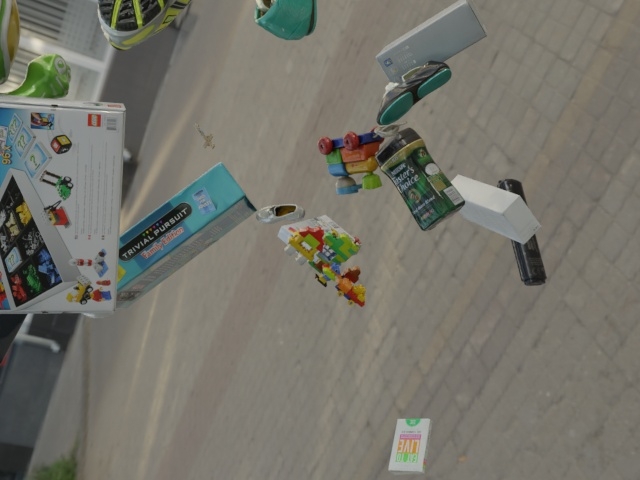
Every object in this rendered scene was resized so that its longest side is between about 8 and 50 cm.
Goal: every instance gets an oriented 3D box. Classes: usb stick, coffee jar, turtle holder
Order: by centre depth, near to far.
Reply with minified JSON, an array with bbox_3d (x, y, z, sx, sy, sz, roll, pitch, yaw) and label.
[{"bbox_3d":[-0.547,-0.318,1.152,0.243,0.320,0.228,111,-178,-65],"label":"turtle holder"},{"bbox_3d":[0.183,-0.116,1.449,0.184,0.079,0.096,57,140,8],"label":"coffee jar"},{"bbox_3d":[0.498,-0.024,1.912,0.045,0.077,0.278,-32,62,49],"label":"usb stick"}]

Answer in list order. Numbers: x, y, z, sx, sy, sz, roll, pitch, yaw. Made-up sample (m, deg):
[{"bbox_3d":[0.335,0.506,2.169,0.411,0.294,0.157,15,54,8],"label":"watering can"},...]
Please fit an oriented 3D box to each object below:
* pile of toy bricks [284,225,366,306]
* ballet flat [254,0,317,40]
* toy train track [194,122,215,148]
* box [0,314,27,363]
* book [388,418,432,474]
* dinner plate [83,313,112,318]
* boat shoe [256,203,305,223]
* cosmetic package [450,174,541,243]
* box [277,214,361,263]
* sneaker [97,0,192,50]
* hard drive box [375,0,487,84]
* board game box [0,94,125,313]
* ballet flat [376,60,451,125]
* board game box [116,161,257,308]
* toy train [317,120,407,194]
[{"bbox_3d":[0.033,0.028,1.557,0.105,0.212,0.118,-42,22,16],"label":"pile of toy bricks"},{"bbox_3d":[-0.047,-0.367,0.920,0.083,0.087,0.248,6,96,57],"label":"ballet flat"},{"bbox_3d":[-0.297,-0.270,1.996,0.083,0.014,0.048,51,125,14],"label":"toy train track"},{"bbox_3d":[-0.718,0.104,1.327,0.395,0.212,0.294,-19,29,12],"label":"box"},{"bbox_3d":[0.239,0.541,2.030,0.096,0.035,0.144,-10,50,33],"label":"book"},{"bbox_3d":[-0.530,0.118,1.796,0.017,0.141,0.141,-57,-8,-69],"label":"dinner plate"},{"bbox_3d":[-0.078,-0.052,1.404,0.100,0.035,0.035,0,69,29],"label":"boat shoe"},{"bbox_3d":[0.372,-0.073,1.695,0.060,0.099,0.239,-46,27,-4],"label":"cosmetic package"},{"bbox_3d":[0.000,0.000,2.046,0.145,0.186,0.038,40,121,24],"label":"box"},{"bbox_3d":[-0.325,-0.549,1.629,0.384,0.145,0.147,-45,3,-24],"label":"sneaker"},{"bbox_3d":[0.254,-0.451,1.752,0.232,0.089,0.181,-28,13,22],"label":"hard drive box"},{"bbox_3d":[-0.377,-0.044,1.075,0.053,0.192,0.306,-128,43,-62],"label":"board game box"},{"bbox_3d":[0.184,-0.317,1.634,0.203,0.074,0.074,-37,17,-11],"label":"ballet flat"},{"bbox_3d":[-0.284,0.000,1.451,0.336,0.079,0.254,-37,-3,-3],"label":"board game box"},{"bbox_3d":[0.110,-0.179,1.731,0.248,0.105,0.144,-1,103,49],"label":"toy train"}]
